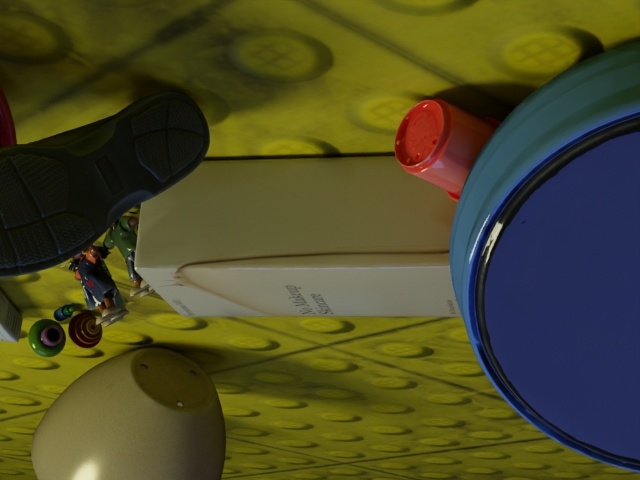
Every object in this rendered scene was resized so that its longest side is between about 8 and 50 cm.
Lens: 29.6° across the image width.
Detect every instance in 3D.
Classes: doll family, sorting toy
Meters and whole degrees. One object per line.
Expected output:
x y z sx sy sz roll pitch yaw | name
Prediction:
-0.217 0.016 1.237 0.076 0.111 0.193 -24 172 -47 | doll family
-0.329 0.115 1.585 0.102 0.061 0.042 -10 171 -37 | sorting toy

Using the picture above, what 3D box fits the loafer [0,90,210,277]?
-0.205 -0.039 0.942 0.267 0.096 0.084 -30 -165 -39 | loafer

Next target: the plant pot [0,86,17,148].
-0.356 -0.057 0.934 0.174 0.191 0.191 -1 160 20 | plant pot

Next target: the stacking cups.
0.197 -0.043 1.045 0.316 0.096 0.096 24 152 -32 | stacking cups

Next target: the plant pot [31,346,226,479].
-0.250 0.267 1.749 0.284 0.284 0.191 14 122 -27 | plant pot

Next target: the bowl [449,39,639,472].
0.292 0.031 0.924 0.391 0.077 0.391 6 126 8 | bowl

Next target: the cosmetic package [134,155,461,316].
0.000 0.000 1.139 0.309 0.113 0.160 -2 159 13 | cosmetic package

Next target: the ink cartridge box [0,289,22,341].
-0.514 0.077 1.535 0.224 0.045 0.223 3 160 2 | ink cartridge box
